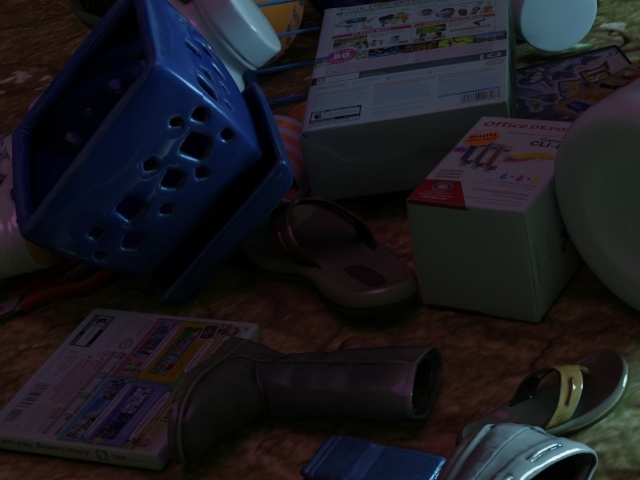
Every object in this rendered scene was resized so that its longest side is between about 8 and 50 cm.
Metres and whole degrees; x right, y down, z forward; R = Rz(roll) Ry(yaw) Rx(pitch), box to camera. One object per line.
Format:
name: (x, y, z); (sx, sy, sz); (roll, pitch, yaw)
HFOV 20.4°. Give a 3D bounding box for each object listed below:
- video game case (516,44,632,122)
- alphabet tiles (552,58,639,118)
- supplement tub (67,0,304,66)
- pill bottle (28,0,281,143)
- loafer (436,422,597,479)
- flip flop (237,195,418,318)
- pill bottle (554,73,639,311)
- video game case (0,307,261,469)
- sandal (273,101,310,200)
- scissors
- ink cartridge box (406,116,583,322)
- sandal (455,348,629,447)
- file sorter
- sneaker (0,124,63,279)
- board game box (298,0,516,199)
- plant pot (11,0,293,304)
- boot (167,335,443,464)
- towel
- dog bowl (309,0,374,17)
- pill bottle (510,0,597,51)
video game case: (0.255, -0.127, 1.980); (0.248, 0.035, 0.275); (-14, 30, -3)
alphabet tiles: (0.373, -0.134, 1.903); (0.198, 0.009, 0.237); (23, 34, 31)
supplement tub: (-0.178, -0.330, 2.324); (0.193, 0.194, 0.316); (-31, 35, -29)
pill bottle: (-0.182, -0.176, 2.008); (0.272, 0.152, 0.152); (-36, 28, 12)
loafer: (0.122, 0.241, 1.331); (0.111, 0.112, 0.319); (-5, 29, 29)
flip flop: (0.000, 0.000, 1.810); (0.112, 0.080, 0.277); (-25, 30, -21)
pill bottle: (0.432, -0.109, 1.693); (0.407, 0.229, 0.229); (-33, 36, -31)
video game case: (-0.186, 0.138, 1.706); (0.193, 0.023, 0.212); (4, 33, 26)
sandal: (-0.048, -0.116, 2.030); (0.102, 0.076, 0.265); (0, 32, 20)
scissors: (-0.320, 0.069, 1.871); (0.109, 0.021, 0.297); (17, 39, 37)
ink cartridge box: (0.185, -0.026, 1.742); (0.128, 0.127, 0.176); (7, 34, 30)
sandal: (0.194, 0.137, 1.541); (0.180, 0.049, 0.072); (-25, 32, -20)
file sorter: (-0.060, -0.242, 2.121); (0.104, 0.170, 0.118); (-12, 7, -14)
sneaker: (-0.364, -0.042, 1.977); (0.131, 0.112, 0.296); (-21, 22, -1)
board game box: (0.105, -0.170, 1.981); (0.224, 0.097, 0.303); (-7, 32, 11)
plant pot: (-0.167, -0.090, 1.843); (0.236, 0.212, 0.236); (-49, 26, 15)
boot: (-0.012, 0.146, 1.593); (0.208, 0.076, 0.190); (9, 35, 21)
towel: (0.046, 0.199, 1.511); (0.119, 0.029, 0.067); (7, 36, 31)
dog bowl: (0.080, -0.404, 2.325); (0.265, 0.104, 0.265); (-38, 12, 10)
pill bottle: (0.253, -0.323, 2.216); (0.131, 0.131, 0.229); (-17, 31, -8)
